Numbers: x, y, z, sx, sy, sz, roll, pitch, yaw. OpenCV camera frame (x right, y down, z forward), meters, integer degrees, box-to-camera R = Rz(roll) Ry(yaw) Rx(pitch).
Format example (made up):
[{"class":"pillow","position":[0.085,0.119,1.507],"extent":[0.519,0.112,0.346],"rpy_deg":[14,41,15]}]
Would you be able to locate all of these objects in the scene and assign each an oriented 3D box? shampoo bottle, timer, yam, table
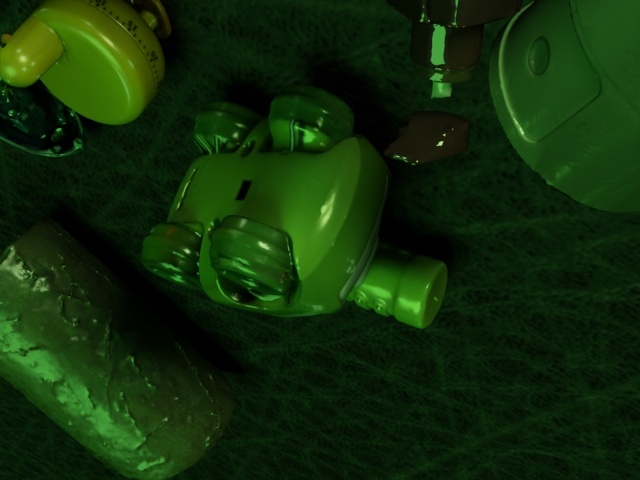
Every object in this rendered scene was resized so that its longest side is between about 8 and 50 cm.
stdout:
[{"class":"shampoo bottle","position":[0.062,-0.151,0.457],"extent":[0.067,0.068,0.236],"rpy_deg":[39,135,51]},{"class":"timer","position":[-0.170,-0.128,0.735],"extent":[0.107,0.109,0.107],"rpy_deg":[23,147,16]},{"class":"yam","position":[-0.249,0.120,1.094],"extent":[0.304,0.168,0.168],"rpy_deg":[46,146,-19]},{"class":"table","position":[0.184,-0.108,0.434],"extent":[0.126,0.126,0.220],"rpy_deg":[37,148,-6]}]

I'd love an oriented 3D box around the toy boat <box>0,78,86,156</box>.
[{"class":"toy boat","position":[-0.259,-0.112,0.881],"extent":[0.137,0.060,0.061],"rpy_deg":[32,170,8]}]

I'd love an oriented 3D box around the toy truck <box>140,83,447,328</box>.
[{"class":"toy truck","position":[-0.020,-0.007,0.752],"extent":[0.187,0.148,0.210],"rpy_deg":[10,162,35]}]
